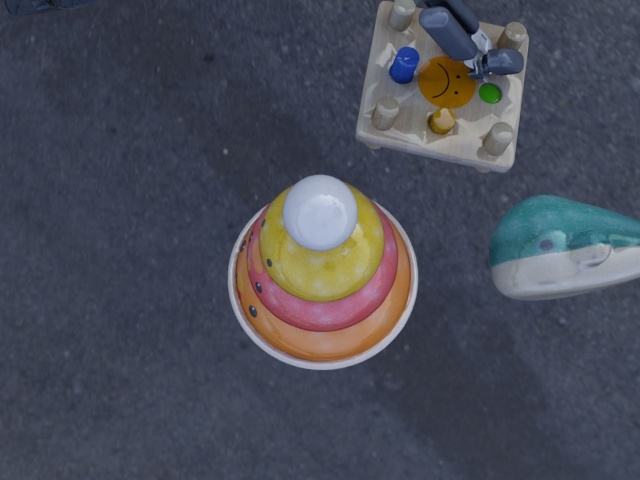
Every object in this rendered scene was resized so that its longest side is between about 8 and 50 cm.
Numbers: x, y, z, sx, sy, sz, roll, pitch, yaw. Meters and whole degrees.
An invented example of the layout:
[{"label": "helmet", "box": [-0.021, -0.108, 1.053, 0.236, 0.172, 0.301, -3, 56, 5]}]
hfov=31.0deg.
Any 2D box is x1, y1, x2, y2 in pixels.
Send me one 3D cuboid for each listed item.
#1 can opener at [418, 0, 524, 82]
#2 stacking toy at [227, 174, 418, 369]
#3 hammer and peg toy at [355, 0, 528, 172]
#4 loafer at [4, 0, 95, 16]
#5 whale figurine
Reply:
[{"label": "can opener", "box": [0.232, -0.306, 1.710, 0.095, 0.076, 0.283, 0, 170, 24]}, {"label": "stacking toy", "box": [0.000, 0.000, 1.939, 0.350, 0.351, 0.480, -10, 160, -2]}, {"label": "hammer and peg toy", "box": [0.198, -0.296, 1.854, 0.265, 0.361, 0.127, 11, 158, -4]}, {"label": "loafer", "box": [-0.366, -0.357, 1.644, 0.170, 0.061, 0.062, -2, 100, 23]}, {"label": "whale figurine", "box": [0.365, -0.001, 1.581, 0.271, 0.216, 0.141, -10, 81, 7]}]
